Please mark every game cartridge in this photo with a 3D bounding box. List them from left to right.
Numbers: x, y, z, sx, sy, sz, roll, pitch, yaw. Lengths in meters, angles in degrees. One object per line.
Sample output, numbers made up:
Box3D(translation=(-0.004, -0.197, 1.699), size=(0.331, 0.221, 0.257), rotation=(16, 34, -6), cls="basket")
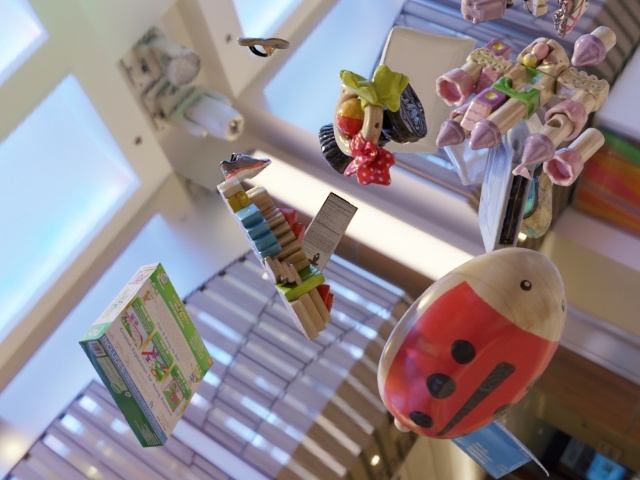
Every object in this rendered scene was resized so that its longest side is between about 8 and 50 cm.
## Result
Box3D(translation=(0.389, -0.121, 1.761), size=(0.198, 0.062, 0.297), rotation=(-83, -3, -53), cls="game cartridge")

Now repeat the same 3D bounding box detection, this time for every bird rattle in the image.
Box3D(translation=(0.095, -0.247, 1.773), size=(0.143, 0.207, 0.253), rotation=(-8, -70, -23), cls="bird rattle")

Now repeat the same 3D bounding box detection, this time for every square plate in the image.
Box3D(translation=(0.251, -0.403, 2.279), size=(0.347, 0.049, 0.343), rotation=(-4, -60, -43), cls="square plate")

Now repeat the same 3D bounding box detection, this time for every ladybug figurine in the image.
Box3D(translation=(0.288, 0.218, 1.559), size=(0.305, 0.162, 0.449), rotation=(22, -63, -24), cls="ladybug figurine")

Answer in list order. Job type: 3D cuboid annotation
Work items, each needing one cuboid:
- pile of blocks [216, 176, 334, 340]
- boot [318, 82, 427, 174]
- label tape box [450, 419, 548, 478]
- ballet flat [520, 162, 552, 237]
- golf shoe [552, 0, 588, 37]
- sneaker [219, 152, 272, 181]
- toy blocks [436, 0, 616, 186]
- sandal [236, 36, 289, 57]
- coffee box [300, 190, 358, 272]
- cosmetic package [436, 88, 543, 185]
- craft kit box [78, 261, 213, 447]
Box3D(translation=(-0.066, 0.013, 1.622), size=(0.113, 0.362, 0.149), rotation=(-30, -9, -9), cls="pile of blocks")
Box3D(translation=(0.113, -0.253, 1.974), size=(0.260, 0.131, 0.348), rotation=(-29, 10, 16), cls="boot")
Box3D(translation=(0.341, 0.429, 1.950), size=(0.115, 0.348, 0.249), rotation=(-47, -65, -1), cls="label tape box")
Box3D(translation=(0.563, -0.145, 2.197), size=(0.123, 0.123, 0.348), rotation=(87, -164, -49), cls="ballet flat")
Box3D(translation=(0.659, -0.594, 2.180), size=(0.086, 0.067, 0.186), rotation=(-17, -20, 0), cls="golf shoe")
Box3D(translation=(-0.166, -0.173, 1.859), size=(0.061, 0.065, 0.158), rotation=(-38, -5, 31), cls="sneaker")
Box3D(translation=(0.326, -0.250, 1.467), size=(0.260, 0.289, 0.308), rotation=(-40, -36, -25), cls="toy blocks")
Box3D(translation=(-0.143, -0.469, 2.031), size=(0.180, 0.072, 0.049), rotation=(-20, -65, -59), cls="sandal")
Box3D(translation=(0.000, 0.000, 2.378), size=(0.246, 0.098, 0.141), rotation=(-59, 0, -15), cls="coffee box")
Box3D(translation=(0.404, -0.248, 1.970), size=(0.184, 0.151, 0.151), rotation=(-43, -70, -35), cls="cosmetic package")
Box3D(translation=(-0.314, 0.209, 1.559), size=(0.249, 0.061, 0.246), rotation=(67, -151, -23), cls="craft kit box")
